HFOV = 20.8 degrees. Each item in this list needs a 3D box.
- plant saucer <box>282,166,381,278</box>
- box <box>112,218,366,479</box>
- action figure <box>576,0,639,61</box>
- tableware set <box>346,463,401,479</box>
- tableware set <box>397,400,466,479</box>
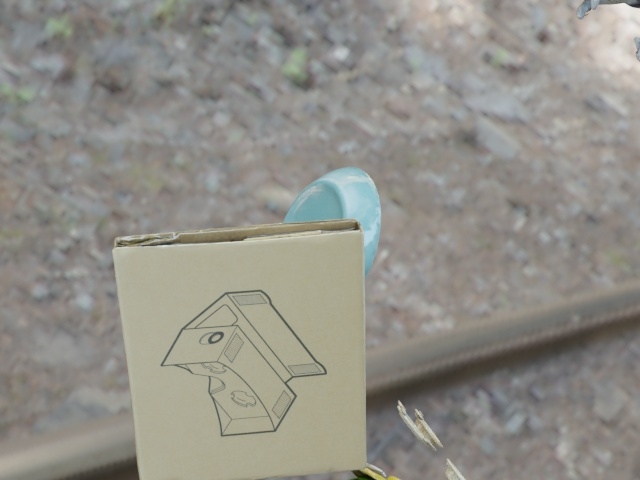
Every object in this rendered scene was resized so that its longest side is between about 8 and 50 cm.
[{"bbox_3d":[0.000,0.000,1.288,0.021,0.119,0.119,18,33,-32],"label":"plant saucer"},{"bbox_3d":[-0.051,0.080,1.191,0.164,0.201,0.021,-5,32,-5],"label":"box"},{"bbox_3d":[0.210,-0.174,1.029,0.141,0.164,0.275,2,70,-8],"label":"action figure"},{"bbox_3d":[0.070,0.215,1.309,0.104,0.024,0.154,24,-20,37],"label":"tableware set"},{"bbox_3d":[0.150,0.264,2.143,0.168,0.020,0.141,53,2,12],"label":"tableware set"}]
